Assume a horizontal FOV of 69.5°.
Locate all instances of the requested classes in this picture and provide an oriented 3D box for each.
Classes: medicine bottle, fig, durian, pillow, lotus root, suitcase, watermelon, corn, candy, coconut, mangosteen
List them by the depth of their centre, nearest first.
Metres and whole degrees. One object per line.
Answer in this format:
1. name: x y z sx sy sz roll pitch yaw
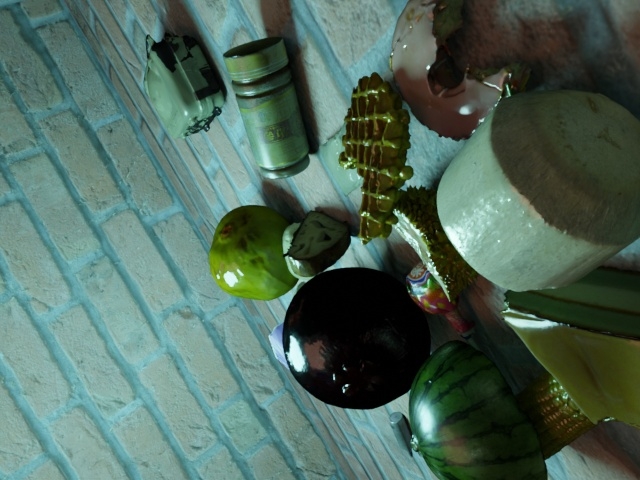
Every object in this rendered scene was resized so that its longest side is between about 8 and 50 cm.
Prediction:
1. coconut: 0.286 -0.057 0.619 0.237 0.237 0.266 51 148 15
2. durian: 0.229 -0.021 0.902 0.250 0.183 0.138 49 118 26
3. corn: 0.449 0.342 0.909 0.131 0.131 0.345 44 150 28
4. watermelon: 0.285 0.390 0.949 0.331 0.189 0.331 53 159 30
5. candy: 0.318 0.197 1.025 0.366 0.124 0.124 54 156 -9
6. pillow: 0.072 -0.198 1.082 0.148 0.050 0.229 63 158 0
7. medicine bottle: -0.127 -0.329 1.176 0.151 0.151 0.323 30 144 46
8. mangosteen: 0.089 0.232 1.230 0.435 0.381 0.383 -92 -19 -69
9. lotus root: 0.000 0.000 1.301 0.170 0.261 0.075 0 125 25
10. suitcase: -0.500 -0.540 1.586 0.351 0.193 0.340 -9 109 64
11. fig: -0.206 0.053 1.598 0.343 0.343 0.344 43 152 30
12. medicine bottle: 0.308 0.726 1.704 0.057 0.057 0.199 10 128 59

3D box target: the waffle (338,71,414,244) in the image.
1. waffle: 0.101 -0.160 0.844 0.260 0.068 0.293 105 158 -51

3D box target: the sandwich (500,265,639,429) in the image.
1. sandwich: 0.425 0.162 0.703 0.227 0.155 0.199 12 129 58

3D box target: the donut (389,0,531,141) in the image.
1. donut: 0.204 -0.262 0.711 0.233 0.085 0.199 56 155 5

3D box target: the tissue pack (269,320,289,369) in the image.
1. tissue pack: -0.005 0.384 1.673 0.338 0.242 0.160 20 134 53

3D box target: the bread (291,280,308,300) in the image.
1. bread: -0.026 0.219 1.630 0.141 0.148 0.134 113 160 -61

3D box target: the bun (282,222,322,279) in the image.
1. bun: -0.045 0.032 1.455 0.110 0.164 0.189 -12 93 37
